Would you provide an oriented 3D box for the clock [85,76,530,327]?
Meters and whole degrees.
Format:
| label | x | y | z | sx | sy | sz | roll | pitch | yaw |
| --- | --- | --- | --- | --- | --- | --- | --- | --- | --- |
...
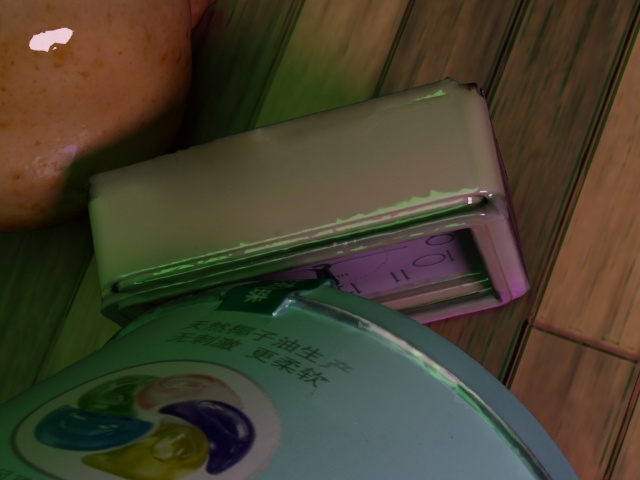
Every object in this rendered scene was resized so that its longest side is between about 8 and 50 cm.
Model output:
| label | x | y | z | sx | sy | sz | roll | pitch | yaw |
| --- | --- | --- | --- | --- | --- | --- | --- | --- | --- |
| clock | 0.000 | 0.000 | 0.620 | 0.192 | 0.147 | 0.071 | -13 | 69 | 9 |

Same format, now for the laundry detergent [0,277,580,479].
| label | x | y | z | sx | sy | sz | roll | pitch | yaw |
| --- | --- | --- | --- | --- | --- | --- | --- | --- | --- |
| laundry detergent | -0.048 | 0.180 | 0.481 | 0.287 | 0.305 | 0.287 | 13 | 114 | 30 |

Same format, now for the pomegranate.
| label | x | y | z | sx | sy | sz | roll | pitch | yaw |
| --- | --- | --- | --- | --- | --- | --- | --- | --- | --- |
| pomegranate | -0.161 | -0.105 | 0.654 | 0.207 | 0.207 | 0.207 | -3 | 76 | 12 |
